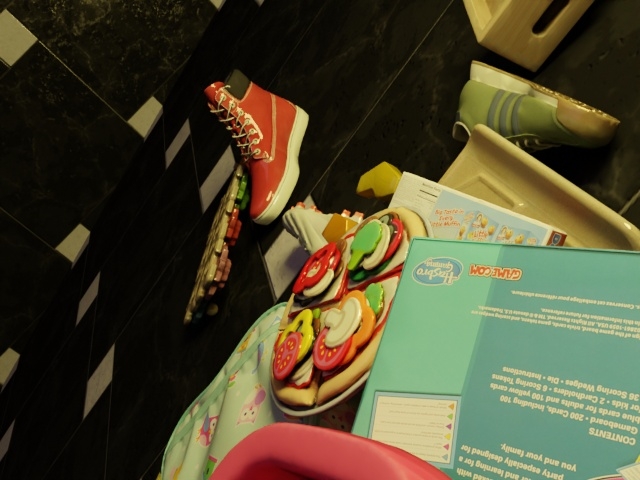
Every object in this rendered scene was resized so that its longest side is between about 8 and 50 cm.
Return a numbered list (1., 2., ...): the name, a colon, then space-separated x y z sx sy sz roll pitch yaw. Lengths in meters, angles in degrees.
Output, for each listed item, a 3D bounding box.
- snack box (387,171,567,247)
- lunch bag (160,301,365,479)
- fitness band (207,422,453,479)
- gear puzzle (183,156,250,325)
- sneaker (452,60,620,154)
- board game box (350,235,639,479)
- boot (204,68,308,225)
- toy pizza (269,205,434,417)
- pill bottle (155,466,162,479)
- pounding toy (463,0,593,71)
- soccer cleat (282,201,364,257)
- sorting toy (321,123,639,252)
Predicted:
1. snack box: 0.114 -0.005 0.554 0.178 0.022 0.064 32 100 55
2. lunch bag: -0.069 0.212 0.692 0.279 0.108 0.224 -49 29 22
3. fitness band: -0.019 0.202 0.351 0.291 0.054 0.209 -16 51 60
4. gear puzzle: -0.154 -0.023 1.137 0.175 0.044 0.339 125 160 -49
5. sneaker: 0.183 -0.099 0.617 0.086 0.064 0.192 -69 28 19
6. board game box: 0.120 0.170 0.359 0.254 0.079 0.336 5 69 45
7. boot: -0.119 -0.152 1.064 0.088 0.176 0.244 -31 40 42
8. toy pizza: 0.014 0.050 0.564 0.201 0.032 0.201 -43 24 25
9. pill bottle: -0.185 0.336 0.824 0.065 0.065 0.116 2 65 61
10. pounding toy: 0.228 -0.249 0.658 0.141 0.100 0.130 -54 25 38
11. soccer cleat: 0.000 0.000 0.830 0.196 0.068 0.076 11 77 60
12. sorting toy: 0.112 0.016 0.604 0.229 0.041 0.307 -57 36 16
